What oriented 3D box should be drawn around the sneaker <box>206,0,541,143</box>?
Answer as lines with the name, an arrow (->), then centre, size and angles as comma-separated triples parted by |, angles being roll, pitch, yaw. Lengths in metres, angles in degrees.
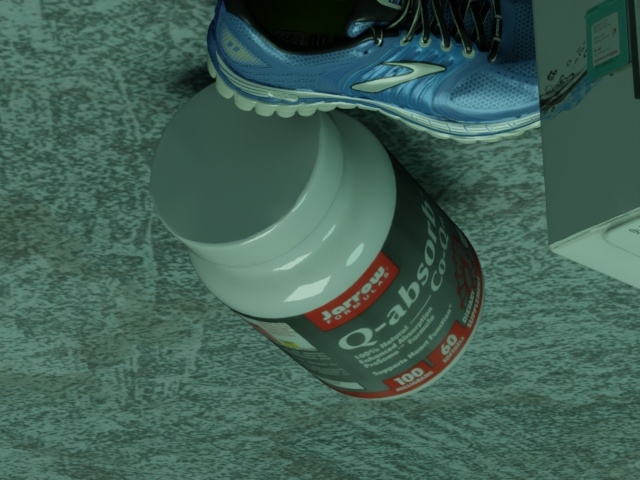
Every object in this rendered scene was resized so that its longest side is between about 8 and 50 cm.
sneaker -> 0.071, -0.165, 1.534 | 0.330, 0.129, 0.147 | 1, 157, 0

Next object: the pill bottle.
pill bottle -> 0.000, 0.000, 1.786 | 0.210, 0.210, 0.363 | -11, 153, 22

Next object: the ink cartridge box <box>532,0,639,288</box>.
ink cartridge box -> 0.290, -0.114, 1.370 | 0.198, 0.270, 0.197 | 21, 147, -39
